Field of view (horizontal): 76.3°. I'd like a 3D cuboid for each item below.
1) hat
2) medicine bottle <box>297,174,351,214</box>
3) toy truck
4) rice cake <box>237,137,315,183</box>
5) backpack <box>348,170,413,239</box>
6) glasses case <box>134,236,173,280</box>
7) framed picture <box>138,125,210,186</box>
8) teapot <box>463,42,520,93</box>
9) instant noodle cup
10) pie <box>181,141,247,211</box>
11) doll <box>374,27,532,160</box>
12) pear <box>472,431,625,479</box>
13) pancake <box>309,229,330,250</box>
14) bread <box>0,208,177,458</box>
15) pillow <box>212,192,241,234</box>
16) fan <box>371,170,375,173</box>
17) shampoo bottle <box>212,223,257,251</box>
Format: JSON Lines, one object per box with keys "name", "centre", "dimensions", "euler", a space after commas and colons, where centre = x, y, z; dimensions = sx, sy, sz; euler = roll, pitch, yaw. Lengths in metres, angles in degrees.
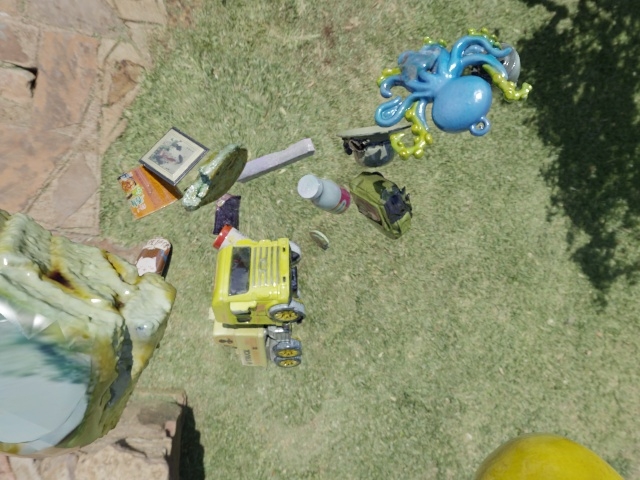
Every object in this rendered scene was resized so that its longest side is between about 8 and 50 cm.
{"name": "hat", "centre": [0.184, -0.315, 1.385], "dimensions": [0.256, 0.257, 0.130], "euler": [-11, 108, -9]}
{"name": "medicine bottle", "centre": [0.013, -0.136, 1.209], "dimensions": [0.090, 0.216, 0.091], "euler": [-3, 83, 26]}
{"name": "toy truck", "centre": [-0.107, 0.115, 0.661], "dimensions": [0.156, 0.124, 0.272], "euler": [-1, 144, -5]}
{"name": "rice cake", "centre": [-0.203, -0.333, 1.733], "dimensions": [0.398, 0.064, 0.070], "euler": [-17, 75, 20]}
{"name": "backpack", "centre": [0.215, -0.117, 1.378], "dimensions": [0.140, 0.207, 0.253], "euler": [-43, 135, -8]}
{"name": "glasses case", "centre": [-0.622, 0.137, 1.460], "dimensions": [0.122, 0.082, 0.322], "euler": [-2, 63, 28]}
{"name": "framed picture", "centre": [-0.544, -0.318, 1.511], "dimensions": [0.195, 0.010, 0.200], "euler": [33, 72, 13]}
{"name": "teapot", "centre": [0.439, -0.426, 1.045], "dimensions": [0.108, 0.149, 0.111], "euler": [20, 84, -47]}
{"name": "instant noodle cup", "centre": [-0.689, -0.209, 1.639], "dimensions": [0.230, 0.230, 0.183], "euler": [-27, 107, -5]}
{"name": "pie", "centre": [-0.341, -0.205, 1.332], "dimensions": [0.066, 0.302, 0.303], "euler": [39, 90, -1]}
{"name": "doll", "centre": [0.303, -0.373, 1.034], "dimensions": [0.346, 0.098, 0.342], "euler": [-39, 60, 18]}
{"name": "pear", "centre": [0.372, 0.468, 0.691], "dimensions": [0.284, 0.336, 0.286], "euler": [2, 82, -13]}
{"name": "pancake", "centre": [-0.005, -0.003, 1.834], "dimensions": [0.116, 0.129, 0.023], "euler": [44, 70, -3]}
{"name": "bread", "centre": [-0.428, 0.115, 0.561], "dimensions": [0.394, 0.264, 0.240], "euler": [30, 94, -16]}
{"name": "pillow", "centre": [-0.374, -0.105, 1.630], "dimensions": [0.118, 0.043, 0.185], "euler": [9, 85, -37]}
{"name": "fan", "centre": [0.209, -0.278, 1.770], "dimensions": [0.038, 0.193, 0.016], "euler": [-13, 103, 28]}
{"name": "shampoo bottle", "centre": [-0.270, 0.052, 1.564], "dimensions": [0.278, 0.104, 0.104], "euler": [33, 92, -12]}
